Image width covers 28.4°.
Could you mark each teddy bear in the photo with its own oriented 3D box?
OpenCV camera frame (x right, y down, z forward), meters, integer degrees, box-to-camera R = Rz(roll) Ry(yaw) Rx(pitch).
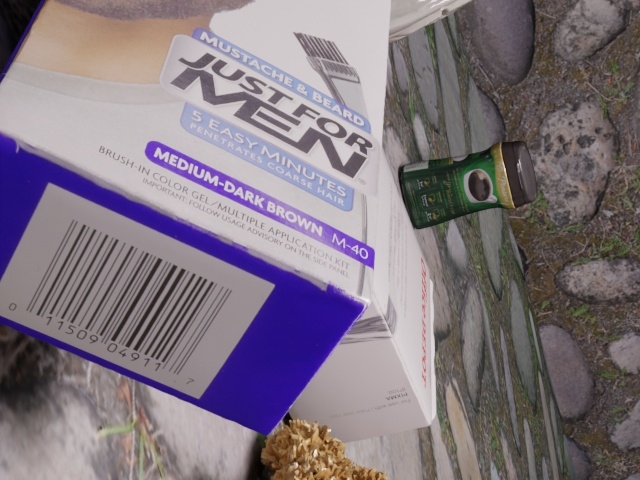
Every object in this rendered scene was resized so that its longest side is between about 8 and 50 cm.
[{"bbox_3d":[0.005,0.249,0.919,0.338,0.113,0.245,-56,140,-81],"label":"teddy bear"}]

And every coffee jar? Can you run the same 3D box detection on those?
[{"bbox_3d":[0.211,-0.080,1.793,0.079,0.184,0.096,-51,128,-72],"label":"coffee jar"}]

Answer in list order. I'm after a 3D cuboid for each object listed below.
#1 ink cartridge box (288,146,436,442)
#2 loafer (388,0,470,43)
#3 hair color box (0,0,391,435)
[{"bbox_3d":[0.000,0.000,1.032,0.207,0.117,0.283,-85,157,-51],"label":"ink cartridge box"},{"bbox_3d":[0.012,-0.187,0.916,0.112,0.319,0.111,-6,-70,64],"label":"loafer"},{"bbox_3d":[-0.067,-0.078,0.676,0.185,0.110,0.339,25,34,-14],"label":"hair color box"}]
